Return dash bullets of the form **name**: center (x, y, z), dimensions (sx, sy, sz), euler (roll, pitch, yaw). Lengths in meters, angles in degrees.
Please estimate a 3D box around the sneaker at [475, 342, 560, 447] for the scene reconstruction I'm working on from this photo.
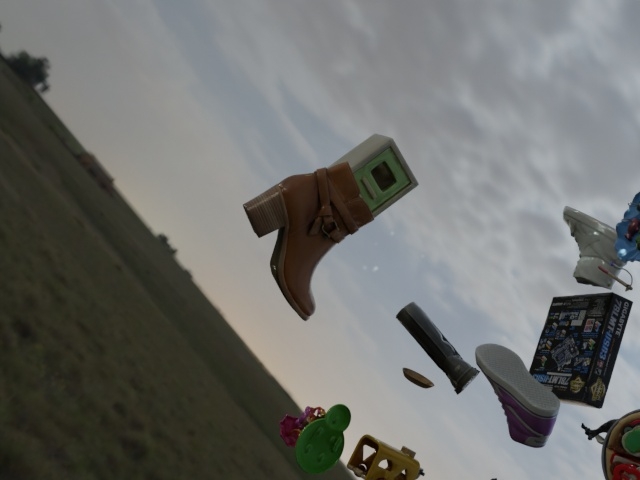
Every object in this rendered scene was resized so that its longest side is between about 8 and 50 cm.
- **sneaker**: center (0.443, 0.373, 2.065), dimensions (0.282, 0.102, 0.161), euler (-126, -147, -52)

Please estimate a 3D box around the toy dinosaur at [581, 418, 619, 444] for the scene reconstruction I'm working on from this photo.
- **toy dinosaur**: center (0.613, 0.390, 1.797), dimensions (0.268, 0.118, 0.064), euler (133, -50, -57)

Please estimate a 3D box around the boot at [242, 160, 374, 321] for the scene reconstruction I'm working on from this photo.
- **boot**: center (0.000, 0.000, 1.678), dimensions (0.109, 0.220, 0.283), euler (-133, -160, -71)

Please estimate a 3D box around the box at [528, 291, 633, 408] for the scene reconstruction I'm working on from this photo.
- **box**: center (0.681, 0.289, 2.341), dimensions (0.073, 0.293, 0.295), euler (22, -12, -14)

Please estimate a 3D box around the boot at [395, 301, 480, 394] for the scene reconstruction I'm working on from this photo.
- **boot**: center (0.251, 0.234, 1.910), dimensions (0.208, 0.076, 0.189), euler (42, -11, 16)

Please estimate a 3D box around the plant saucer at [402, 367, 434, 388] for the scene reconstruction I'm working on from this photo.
- **plant saucer**: center (0.221, 0.318, 2.006), dimensions (0.083, 0.015, 0.083), euler (27, 6, -3)

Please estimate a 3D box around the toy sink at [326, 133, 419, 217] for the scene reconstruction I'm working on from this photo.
- **toy sink**: center (0.111, -0.147, 2.284), dimensions (0.153, 0.234, 0.131), euler (58, -9, -21)

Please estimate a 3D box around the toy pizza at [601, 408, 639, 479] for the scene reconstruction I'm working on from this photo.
- **toy pizza**: center (0.574, 0.385, 1.490), dimensions (0.201, 0.201, 0.032), euler (45, 26, 27)

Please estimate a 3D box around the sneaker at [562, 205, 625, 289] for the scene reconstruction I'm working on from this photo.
- **sneaker**: center (0.685, 0.023, 2.272), dimensions (0.108, 0.169, 0.292), euler (20, 14, -20)

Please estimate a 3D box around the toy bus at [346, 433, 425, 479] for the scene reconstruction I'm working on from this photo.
- **toy bus**: center (0.161, 0.487, 1.859), dimensions (0.191, 0.104, 0.202), euler (25, -7, 18)

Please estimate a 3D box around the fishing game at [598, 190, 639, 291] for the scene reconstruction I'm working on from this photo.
- **fishing game**: center (0.612, -0.039, 1.650), dimensions (0.041, 0.264, 0.189), euler (25, 12, -14)

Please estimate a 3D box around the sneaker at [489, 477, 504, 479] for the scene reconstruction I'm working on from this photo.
- **sneaker**: center (0.450, 0.630, 1.973), dimensions (0.237, 0.086, 0.085), euler (44, 24, -10)

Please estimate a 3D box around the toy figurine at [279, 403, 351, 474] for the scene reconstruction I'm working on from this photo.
- **toy figurine**: center (-0.028, 0.436, 2.042), dimensions (0.130, 0.173, 0.159), euler (40, -13, -30)
